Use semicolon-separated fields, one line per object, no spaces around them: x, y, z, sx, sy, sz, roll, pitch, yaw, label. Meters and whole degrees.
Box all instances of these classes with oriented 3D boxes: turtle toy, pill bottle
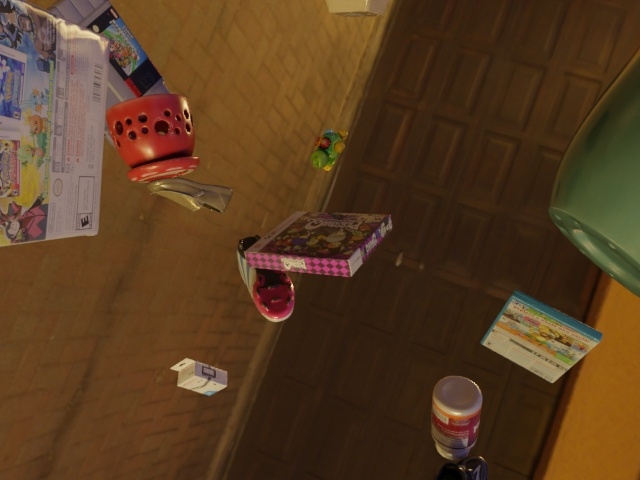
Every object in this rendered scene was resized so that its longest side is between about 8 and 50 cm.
0.015;-0.224;1.342;0.095;0.066;0.130;-54;-164;47;turtle toy
0.246;0.327;0.986;0.086;0.086;0.151;-58;150;-49;pill bottle

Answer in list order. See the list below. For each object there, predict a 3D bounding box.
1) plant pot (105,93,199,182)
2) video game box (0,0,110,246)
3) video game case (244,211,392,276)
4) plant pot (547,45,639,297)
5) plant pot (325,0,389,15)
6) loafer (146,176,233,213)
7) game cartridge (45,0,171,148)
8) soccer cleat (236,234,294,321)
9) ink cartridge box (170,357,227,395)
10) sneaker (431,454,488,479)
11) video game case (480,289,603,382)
-0.384;-0.231;1.259;0.191;0.191;0.174;-31;110;-74;plant pot
-0.261;-0.099;0.470;0.187;0.048;0.205;-26;123;-78;video game box
0.000;0.000;1.089;0.210;0.232;0.041;-43;130;-51;video game case
0.398;-0.058;0.577;0.235;0.293;0.293;-48;172;7;plant pot
0.063;-0.430;0.907;0.109;0.109;0.096;-27;122;-58;plant pot
-0.222;-0.076;0.926;0.056;0.148;0.050;170;-76;-66;loafer
-0.549;-0.435;1.367;0.230;0.068;0.355;-49;138;-17;game cartridge
-0.154;0.126;1.552;0.143;0.116;0.331;91;-22;-43;soccer cleat
-0.201;0.226;0.892;0.048;0.083;0.028;-34;-137;29;ink cartridge box
0.240;0.421;0.934;0.188;0.067;0.078;-5;129;-44;sneaker
0.303;0.139;0.762;0.015;0.119;0.166;-52;161;-27;video game case
